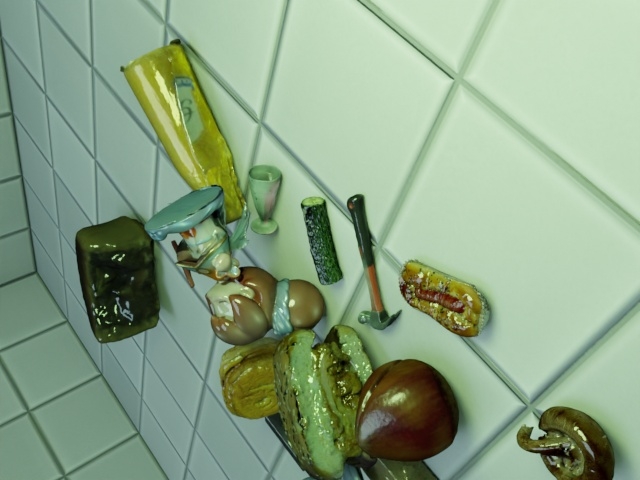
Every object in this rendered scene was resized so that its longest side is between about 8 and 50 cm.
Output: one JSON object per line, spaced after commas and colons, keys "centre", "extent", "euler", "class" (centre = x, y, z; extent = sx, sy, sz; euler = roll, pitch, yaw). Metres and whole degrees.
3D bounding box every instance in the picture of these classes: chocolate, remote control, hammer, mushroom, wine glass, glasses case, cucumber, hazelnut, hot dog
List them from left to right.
{"centre": [-0.298, -0.248, 1.535], "extent": [0.162, 0.162, 0.445], "euler": [-18, 101, 56], "class": "chocolate"}
{"centre": [-0.125, -0.091, 1.450], "extent": [0.073, 0.073, 0.155], "euler": [37, 141, 35], "class": "wine glass"}
{"centre": [-0.096, 0.581, 1.870], "extent": [0.190, 0.042, 0.072], "euler": [47, 150, 24], "class": "glasses case"}
{"centre": [-0.001, 0.000, 1.351], "extent": [0.058, 0.058, 0.187], "euler": [9, 117, 51], "class": "cucumber"}
{"centre": [0.064, 0.514, 1.506], "extent": [0.244, 0.047, 0.087], "euler": [-114, 4, -69], "class": "remote control"}
{"centre": [0.094, 0.047, 1.273], "extent": [0.111, 0.033, 0.288], "euler": [10, 119, 52], "class": "hammer"}
{"centre": [0.155, 0.331, 1.222], "extent": [0.208, 0.208, 0.208], "euler": [32, 135, 39], "class": "hazelnut"}
{"centre": [0.214, 0.102, 1.128], "extent": [0.191, 0.059, 0.108], "euler": [27, 127, 45], "class": "hot dog"}
{"centre": [0.388, 0.326, 1.016], "extent": [0.170, 0.080, 0.135], "euler": [8, 105, 52], "class": "mushroom"}

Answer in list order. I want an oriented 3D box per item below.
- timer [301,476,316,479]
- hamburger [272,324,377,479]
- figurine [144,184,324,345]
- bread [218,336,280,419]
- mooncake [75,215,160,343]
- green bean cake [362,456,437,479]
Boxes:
{"centre": [0.033, 0.746, 1.740], "extent": [0.255, 0.175, 0.175], "euler": [27, 139, 2], "class": "timer"}
{"centre": [0.011, 0.354, 1.400], "extent": [0.277, 0.195, 0.318], "euler": [121, 136, -65], "class": "hamburger"}
{"centre": [-0.196, 0.069, 1.444], "extent": [0.276, 0.248, 0.388], "euler": [5, 127, 55], "class": "figurine"}
{"centre": [-0.163, 0.369, 1.686], "extent": [0.120, 0.198, 0.236], "euler": [-131, 32, -53], "class": "bread"}
{"centre": [-0.689, 0.123, 2.189], "extent": [0.393, 0.246, 0.394], "euler": [63, 147, 17], "class": "mooncake"}
{"centre": [0.178, 0.527, 1.426], "extent": [0.179, 0.085, 0.109], "euler": [46, 144, 27], "class": "green bean cake"}
